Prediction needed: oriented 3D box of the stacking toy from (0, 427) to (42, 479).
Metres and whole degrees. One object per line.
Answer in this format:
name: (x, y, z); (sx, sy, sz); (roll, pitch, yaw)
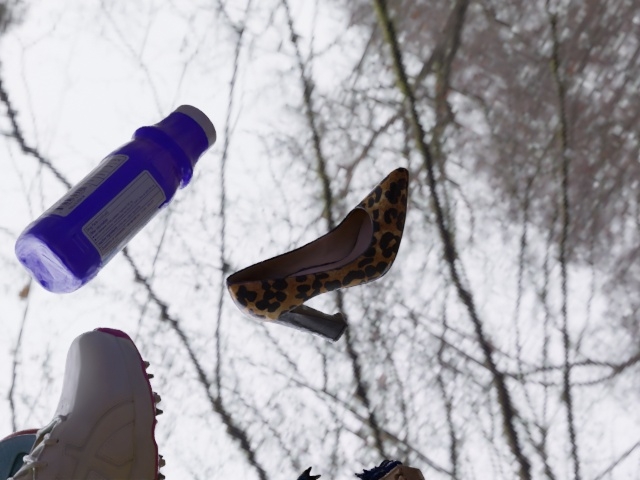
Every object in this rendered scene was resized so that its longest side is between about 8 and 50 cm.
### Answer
stacking toy: (-0.367, 0.298, 1.086); (0.309, 0.130, 0.280); (10, -95, -11)

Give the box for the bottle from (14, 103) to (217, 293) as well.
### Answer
bottle: (-0.230, -0.056, 1.356); (0.092, 0.118, 0.283); (52, -127, -15)

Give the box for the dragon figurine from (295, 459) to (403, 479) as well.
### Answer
dragon figurine: (-0.035, 0.305, 1.216); (0.289, 0.144, 0.085); (-20, -92, -16)

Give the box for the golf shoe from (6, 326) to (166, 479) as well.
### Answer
golf shoe: (-0.189, 0.194, 0.821); (0.140, 0.115, 0.306); (13, -127, -26)

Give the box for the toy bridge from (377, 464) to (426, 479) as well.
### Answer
toy bridge: (0.018, 0.276, 1.087); (0.063, 0.188, 0.026); (21, -148, -40)

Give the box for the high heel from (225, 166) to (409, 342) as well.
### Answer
high heel: (0.000, 0.000, 1.488); (0.186, 0.261, 0.093); (22, -169, -31)
